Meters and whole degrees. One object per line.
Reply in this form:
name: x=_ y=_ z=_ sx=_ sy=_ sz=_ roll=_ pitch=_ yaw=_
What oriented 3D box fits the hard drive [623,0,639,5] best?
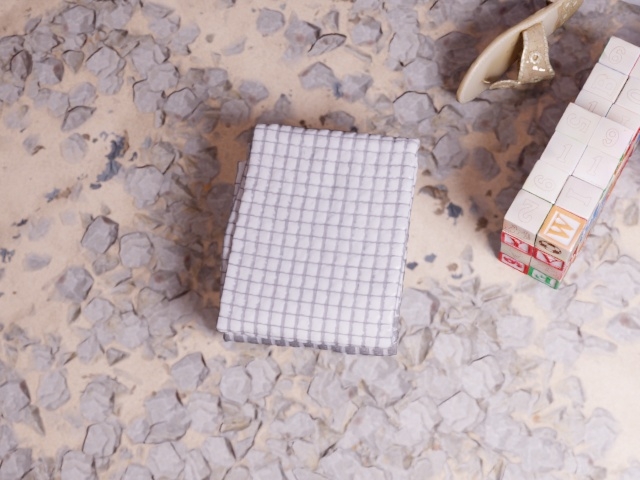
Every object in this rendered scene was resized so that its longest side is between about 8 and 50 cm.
hard drive: x=0.464 y=-0.425 z=1.596 sx=0.319 sy=0.040 sz=0.210 roll=20 pitch=75 yaw=13

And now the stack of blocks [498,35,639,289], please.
stack of blocks: x=0.333 y=-0.103 z=1.437 sx=0.087 sy=0.171 sz=0.297 roll=28 pitch=77 yaw=15

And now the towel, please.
towel: x=0.000 y=0.000 z=1.474 sx=0.235 sy=0.121 sz=0.283 roll=5 pitch=74 yaw=10

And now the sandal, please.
sandal: x=0.291 y=-0.252 z=1.535 sx=0.240 sy=0.088 sz=0.079 roll=-43 pitch=66 yaw=-13
